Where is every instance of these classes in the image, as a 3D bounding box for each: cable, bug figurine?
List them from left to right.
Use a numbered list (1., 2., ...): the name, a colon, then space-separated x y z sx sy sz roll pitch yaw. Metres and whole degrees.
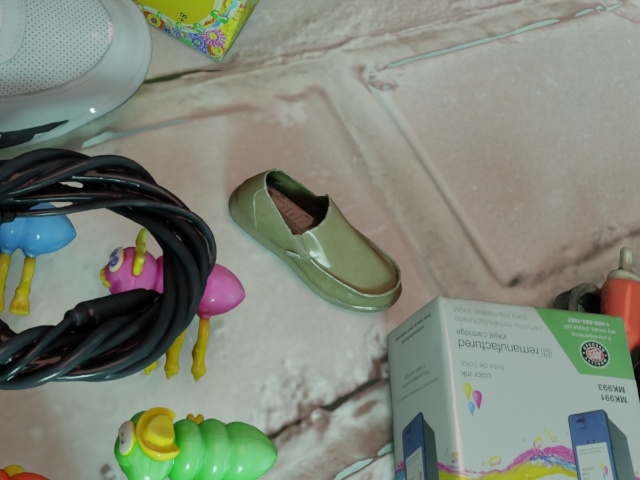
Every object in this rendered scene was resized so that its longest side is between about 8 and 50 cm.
1. cable: -0.137 0.010 0.429 0.184 0.047 0.150 0 41 -28
2. bug figurine: -0.135 0.063 0.466 0.216 0.072 0.279 10 42 -26
3. cable: 0.240 0.132 0.636 0.139 0.072 0.287 22 56 -5

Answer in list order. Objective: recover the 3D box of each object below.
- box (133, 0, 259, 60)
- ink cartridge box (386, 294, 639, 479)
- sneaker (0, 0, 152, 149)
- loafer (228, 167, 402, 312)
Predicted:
1. box: -0.123 -0.339 0.605 0.279 0.290 0.177 27 55 -7
2. ink cartridge box: 0.135 0.155 0.562 0.154 0.093 0.212 9 63 -18
3. sneaker: -0.248 -0.138 0.439 0.366 0.210 0.137 4 83 -28
4. loafer: 0.000 0.000 0.616 0.148 0.050 0.056 32 55 -4
